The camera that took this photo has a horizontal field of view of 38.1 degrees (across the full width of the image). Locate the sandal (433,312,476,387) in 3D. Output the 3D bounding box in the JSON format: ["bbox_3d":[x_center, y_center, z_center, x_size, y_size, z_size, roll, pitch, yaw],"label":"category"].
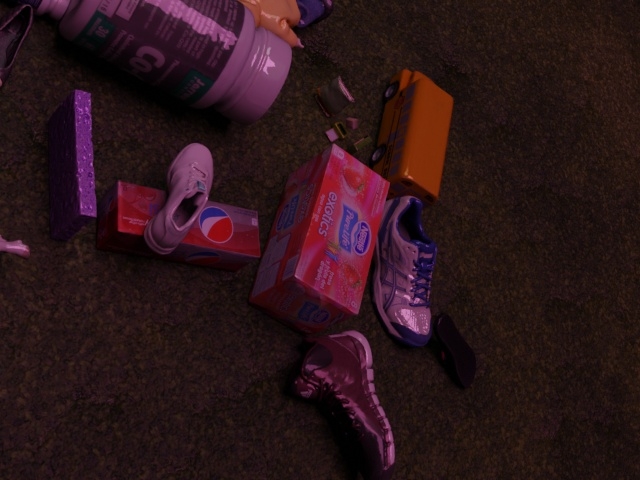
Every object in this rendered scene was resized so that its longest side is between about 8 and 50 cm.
[{"bbox_3d":[0.261,0.216,1.838,0.067,0.040,0.179,-48,121,-35],"label":"sandal"}]

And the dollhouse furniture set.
[{"bbox_3d":[0.037,-0.244,1.855,0.058,0.076,0.151,-35,94,-43],"label":"dollhouse furniture set"}]

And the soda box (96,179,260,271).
[{"bbox_3d":[-0.232,-0.018,1.532,0.263,0.083,0.092,12,63,-34],"label":"soda box"}]

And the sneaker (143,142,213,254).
[{"bbox_3d":[-0.203,-0.077,1.461,0.080,0.094,0.212,31,53,-22],"label":"sneaker"}]

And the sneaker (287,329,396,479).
[{"bbox_3d":[0.021,0.290,1.596,0.163,0.106,0.281,4,57,-32],"label":"sneaker"}]

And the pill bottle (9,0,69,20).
[{"bbox_3d":[-0.477,-0.412,1.525,0.120,0.067,0.067,26,56,-27],"label":"pill bottle"}]

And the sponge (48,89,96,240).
[{"bbox_3d":[-0.385,-0.115,1.430,0.031,0.117,0.210,7,67,-35],"label":"sponge"}]

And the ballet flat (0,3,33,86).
[{"bbox_3d":[-0.503,-0.309,1.468,0.057,0.049,0.173,28,55,-26],"label":"ballet flat"}]

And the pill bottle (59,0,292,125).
[{"bbox_3d":[-0.242,-0.354,1.595,0.361,0.204,0.204,26,56,-27],"label":"pill bottle"}]

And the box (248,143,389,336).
[{"bbox_3d":[0.000,0.000,1.665,0.142,0.154,0.300,33,52,-24],"label":"box"}]

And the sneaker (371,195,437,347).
[{"bbox_3d":[0.168,0.057,1.788,0.112,0.131,0.296,-5,75,-42],"label":"sneaker"}]

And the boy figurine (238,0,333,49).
[{"bbox_3d":[-0.096,-0.450,1.833,0.285,0.092,0.177,-31,91,-42],"label":"boy figurine"}]

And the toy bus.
[{"bbox_3d":[0.193,-0.219,1.931,0.108,0.130,0.332,30,54,-25],"label":"toy bus"}]

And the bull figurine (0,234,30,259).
[{"bbox_3d":[-0.526,-0.024,1.289,0.188,0.101,0.310,-9,78,-45],"label":"bull figurine"}]
